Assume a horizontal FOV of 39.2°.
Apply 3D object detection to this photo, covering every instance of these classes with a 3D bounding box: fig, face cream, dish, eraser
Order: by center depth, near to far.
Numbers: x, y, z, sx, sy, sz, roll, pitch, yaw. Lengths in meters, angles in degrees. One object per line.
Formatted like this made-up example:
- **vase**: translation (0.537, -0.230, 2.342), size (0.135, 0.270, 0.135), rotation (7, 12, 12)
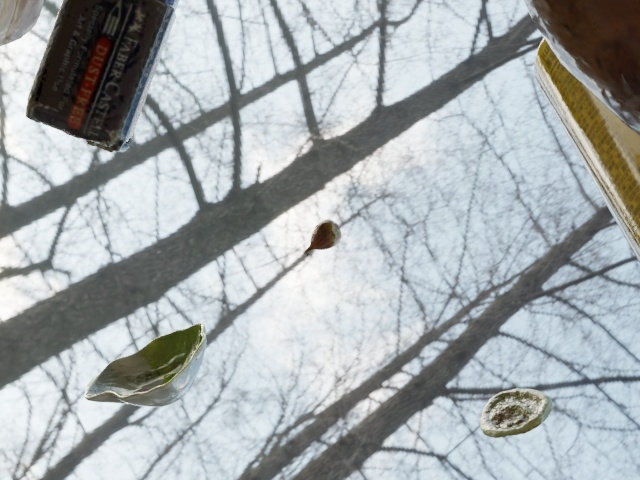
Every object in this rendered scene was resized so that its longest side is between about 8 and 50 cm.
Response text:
- **face cream**: translation (0.262, -0.039, 0.653), size (0.105, 0.105, 0.349), rotation (-56, -148, 37)
- **dish**: translation (-0.154, 0.129, 0.825), size (0.137, 0.091, 0.039), rotation (-20, -65, 29)
- **eraser**: translation (-0.297, -0.300, 1.296), size (0.155, 0.101, 0.332), rotation (21, -87, -9)
- **fig**: translation (0.000, 0.000, 1.540), size (0.083, 0.050, 0.050), rotation (-42, -103, 23)

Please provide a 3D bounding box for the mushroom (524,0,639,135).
- **mushroom**: translation (0.225, -0.157, 0.448), size (0.267, 0.254, 0.267), rotation (10, -66, 24)

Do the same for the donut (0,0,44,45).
- **donut**: translation (-0.251, -0.267, 0.580), size (0.150, 0.299, 0.317), rotation (19, -32, -2)

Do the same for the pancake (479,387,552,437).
- **pancake**: translation (0.267, 0.235, 1.234), size (0.108, 0.108, 0.017), rotation (-8, -62, 40)
